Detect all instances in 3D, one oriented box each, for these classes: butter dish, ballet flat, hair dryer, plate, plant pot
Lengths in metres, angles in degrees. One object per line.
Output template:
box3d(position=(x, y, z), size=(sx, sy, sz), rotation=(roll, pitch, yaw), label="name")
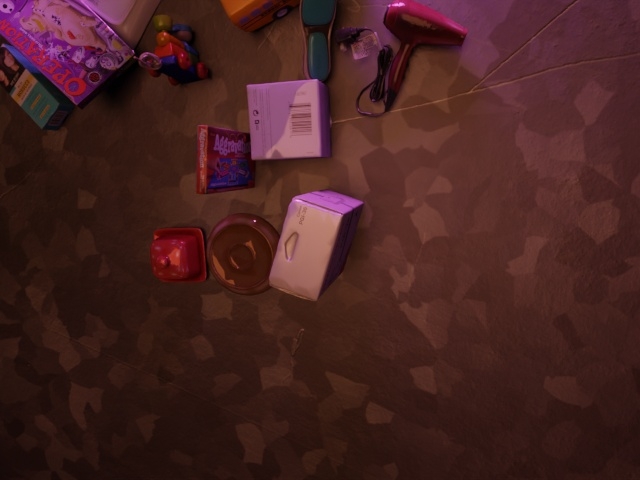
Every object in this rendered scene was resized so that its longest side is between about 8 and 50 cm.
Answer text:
box3d(position=(-0.413, 0.050, 1.266), size=(0.160, 0.118, 0.159), rotation=(-1, 100, 14), label="butter dish")
box3d(position=(-0.011, -0.503, 1.072), size=(0.086, 0.086, 0.248), rotation=(13, 120, 11), label="ballet flat")
box3d(position=(0.196, -0.441, 1.070), size=(0.294, 0.080, 0.223), rotation=(-17, 108, 23), label="hair dryer")
box3d(position=(-0.551, -0.696, 1.195), size=(0.277, 0.045, 0.278), rotation=(37, 106, -3), label="plate")
box3d(position=(-0.215, 0.043, 1.261), size=(0.237, 0.032, 0.236), rotation=(3, 100, 14), label="plant pot")

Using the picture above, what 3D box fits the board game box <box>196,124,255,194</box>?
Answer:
box3d(position=(-0.217, -0.191, 1.091), size=(0.027, 0.281, 0.144), rotation=(6, 101, 13), label="board game box")

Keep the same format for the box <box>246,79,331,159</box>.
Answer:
box3d(position=(-0.073, -0.291, 1.124), size=(0.182, 0.119, 0.180), rotation=(0, 99, 14), label="box")

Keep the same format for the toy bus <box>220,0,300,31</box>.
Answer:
box3d(position=(-0.071, -0.626, 1.060), size=(0.333, 0.130, 0.108), rotation=(-25, 93, 17), label="toy bus")

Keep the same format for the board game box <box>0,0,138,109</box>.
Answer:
box3d(position=(-0.676, -0.535, 1.168), size=(0.347, 0.056, 0.208), rotation=(44, 86, -8), label="board game box")

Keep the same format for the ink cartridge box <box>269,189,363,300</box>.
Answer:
box3d(position=(0.000, 0.000, 1.070), size=(0.117, 0.283, 0.207), rotation=(19, 104, 10), label="ink cartridge box")

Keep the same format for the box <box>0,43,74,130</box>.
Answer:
box3d(position=(-0.838, -0.441, 1.318), size=(0.244, 0.060, 0.100), rotation=(46, 106, 3), label="box")

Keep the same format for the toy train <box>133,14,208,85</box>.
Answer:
box3d(position=(-0.377, -0.477, 1.104), size=(0.105, 0.248, 0.143), rotation=(-7, 93, 15), label="toy train")
